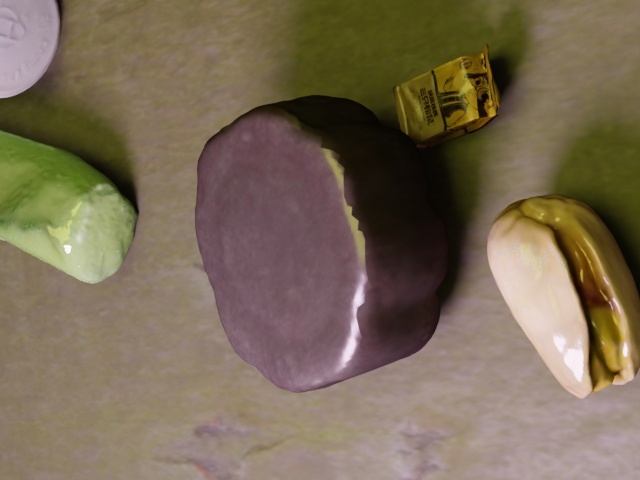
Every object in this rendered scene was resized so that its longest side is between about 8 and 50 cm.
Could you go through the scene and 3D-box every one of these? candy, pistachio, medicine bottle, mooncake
[{"bbox_3d":[-0.388,-0.057,1.872,0.343,0.132,0.142,21,63,35],"label":"candy"},{"bbox_3d":[0.235,0.049,1.369,0.200,0.117,0.145,62,164,10],"label":"pistachio"},{"bbox_3d":[-0.517,-0.293,1.915,0.332,0.190,0.190,11,99,39],"label":"medicine bottle"},{"bbox_3d":[0.000,0.000,1.505,0.306,0.154,0.306,14,110,44],"label":"mooncake"}]

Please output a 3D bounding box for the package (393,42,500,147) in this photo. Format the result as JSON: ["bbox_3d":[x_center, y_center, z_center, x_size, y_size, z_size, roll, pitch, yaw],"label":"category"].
[{"bbox_3d":[0.138,-0.145,1.475,0.131,0.047,0.071,-24,72,40],"label":"package"}]
